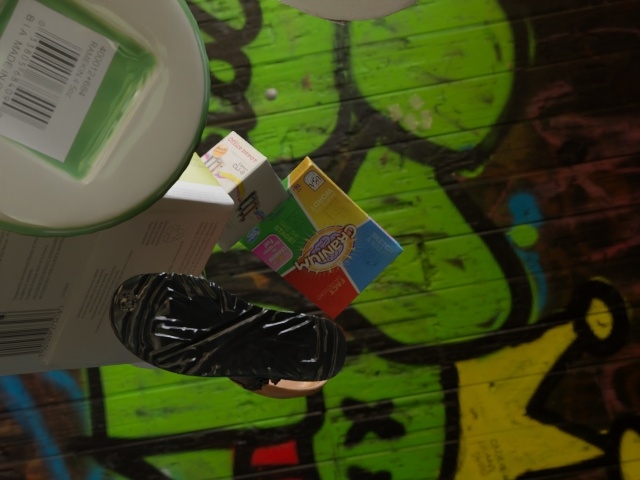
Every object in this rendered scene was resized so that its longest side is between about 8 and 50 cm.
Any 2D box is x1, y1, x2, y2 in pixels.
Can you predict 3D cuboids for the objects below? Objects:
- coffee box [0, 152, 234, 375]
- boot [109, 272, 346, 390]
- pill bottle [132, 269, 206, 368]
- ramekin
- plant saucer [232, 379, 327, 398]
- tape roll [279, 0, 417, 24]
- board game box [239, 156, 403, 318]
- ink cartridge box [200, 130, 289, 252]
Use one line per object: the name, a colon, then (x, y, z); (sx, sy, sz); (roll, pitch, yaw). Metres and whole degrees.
coffee box: (-0.400, -0.036, 1.106); (0.334, 0.338, 0.337); (49, -59, 34)
boot: (-0.114, 0.109, 0.804); (0.207, 0.247, 0.094); (152, -50, -67)
pill bottle: (-0.343, 0.063, 1.489); (0.210, 0.210, 0.362); (78, -6, -52)
ramekin: (-0.248, -0.145, 0.681); (0.148, 0.304, 0.303); (-155, -128, -68)
plant saucer: (-0.083, 0.166, 1.067); (0.200, 0.200, 0.037); (-96, -150, -69)
tape roll: (-0.012, -0.409, 0.771); (0.072, 0.392, 0.392); (-58, 157, -26)
board game box: (0.000, 0.000, 1.697); (0.316, 0.242, 0.064); (41, 8, -24)
ink cartridge box: (-0.178, -0.097, 1.434); (0.128, 0.176, 0.127); (41, -12, 37)
